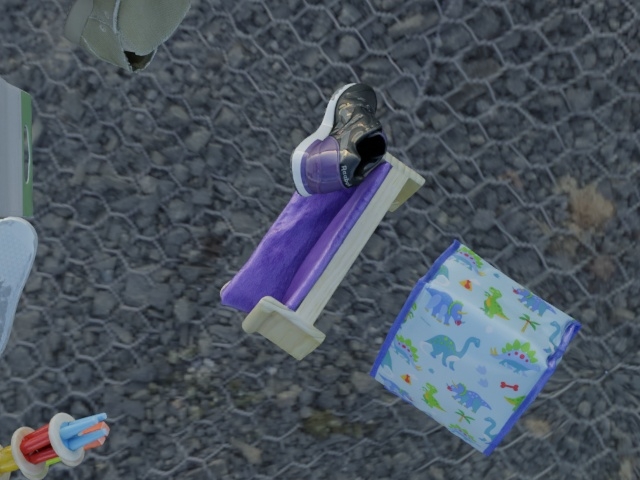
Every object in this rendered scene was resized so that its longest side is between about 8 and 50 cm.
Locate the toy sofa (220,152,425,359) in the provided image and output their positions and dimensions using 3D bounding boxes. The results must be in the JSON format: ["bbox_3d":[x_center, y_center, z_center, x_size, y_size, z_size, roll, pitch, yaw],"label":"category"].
[{"bbox_3d":[0.000,0.000,1.672,0.177,0.150,0.362,36,67,-4],"label":"toy sofa"}]

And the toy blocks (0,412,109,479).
[{"bbox_3d":[-0.275,0.216,1.089,0.148,0.123,0.054,-22,78,18],"label":"toy blocks"}]

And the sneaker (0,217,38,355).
[{"bbox_3d":[-0.502,0.075,1.482,0.296,0.104,0.147,-62,31,11],"label":"sneaker"}]

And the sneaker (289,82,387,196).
[{"bbox_3d":[0.063,-0.162,1.631,0.124,0.283,0.107,-1,127,27],"label":"sneaker"}]

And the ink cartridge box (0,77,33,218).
[{"bbox_3d":[-0.398,-0.110,1.222,0.056,0.235,0.171,-1,91,-5],"label":"ink cartridge box"}]

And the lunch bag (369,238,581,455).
[{"bbox_3d":[0.121,0.098,0.842,0.129,0.096,0.151,35,128,13],"label":"lunch bag"}]

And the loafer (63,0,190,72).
[{"bbox_3d":[-0.159,-0.225,0.898,0.092,0.268,0.102,35,72,-11],"label":"loafer"}]
